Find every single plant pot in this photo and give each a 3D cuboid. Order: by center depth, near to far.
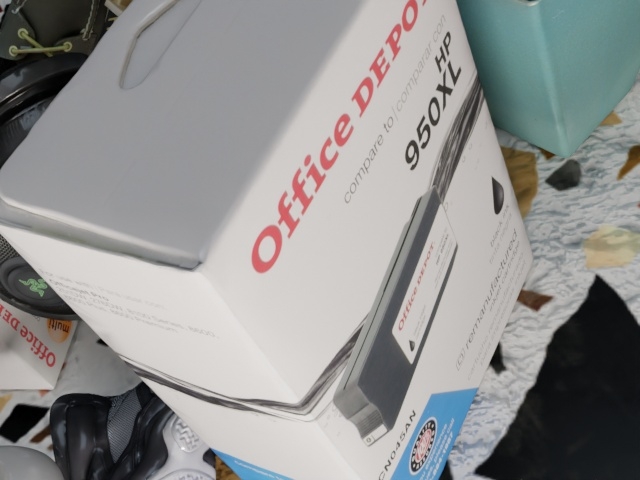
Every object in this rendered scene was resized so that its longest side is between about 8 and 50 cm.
[{"bbox_3d":[0.193,-0.197,0.883,0.166,0.234,0.165,-46,51,-15],"label":"plant pot"}]

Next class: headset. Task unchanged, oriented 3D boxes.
[{"bbox_3d":[-0.255,-0.042,0.868,0.185,0.394,0.243,-35,55,35],"label":"headset"}]

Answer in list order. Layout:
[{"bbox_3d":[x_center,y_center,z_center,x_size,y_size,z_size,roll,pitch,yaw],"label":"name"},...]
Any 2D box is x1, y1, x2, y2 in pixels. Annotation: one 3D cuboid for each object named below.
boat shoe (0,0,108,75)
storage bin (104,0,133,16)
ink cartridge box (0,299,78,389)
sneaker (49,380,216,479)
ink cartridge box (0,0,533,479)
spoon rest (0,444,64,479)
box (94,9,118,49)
[{"bbox_3d":[-0.311,-0.207,1.108,0.305,0.109,0.091,-52,31,37],"label":"boat shoe"},{"bbox_3d":[-0.047,-0.272,0.939,0.262,0.123,0.260,43,110,43],"label":"storage bin"},{"bbox_3d":[-0.340,0.012,0.994,0.168,0.171,0.232,-2,55,21],"label":"ink cartridge box"},{"bbox_3d":[-0.141,0.134,0.864,0.153,0.101,0.268,7,56,30],"label":"sneaker"},{"bbox_3d":[0.000,0.000,0.711,0.166,0.395,0.285,13,62,31],"label":"ink cartridge box"},{"bbox_3d":[-0.261,0.262,0.734,0.137,0.084,0.276,-13,35,2],"label":"spoon rest"},{"bbox_3d":[-0.112,-0.247,1.155,0.308,0.076,0.242,-8,53,17],"label":"box"}]
